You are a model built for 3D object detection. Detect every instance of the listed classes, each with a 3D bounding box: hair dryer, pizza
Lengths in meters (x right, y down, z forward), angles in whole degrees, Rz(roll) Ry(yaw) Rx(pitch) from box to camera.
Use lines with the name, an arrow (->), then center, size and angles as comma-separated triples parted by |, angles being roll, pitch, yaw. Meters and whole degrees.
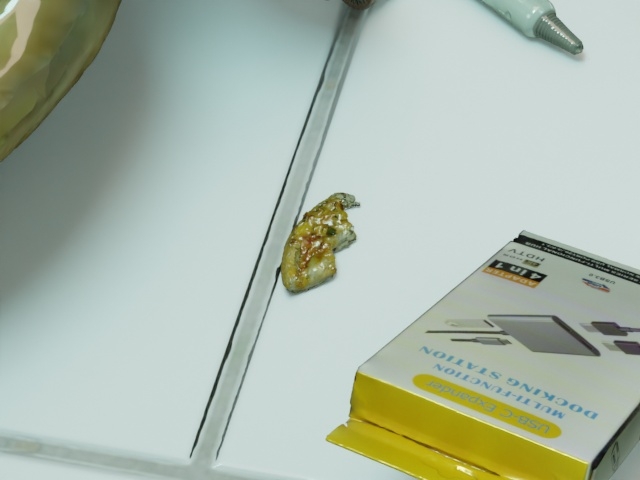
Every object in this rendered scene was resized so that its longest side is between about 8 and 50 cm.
hair dryer -> 0.121, -0.181, 1.214 | 0.183, 0.044, 0.155 | 31, 61, 22
pizza -> 0.000, 0.000, 1.088 | 0.037, 0.016, 0.083 | 22, 55, 16

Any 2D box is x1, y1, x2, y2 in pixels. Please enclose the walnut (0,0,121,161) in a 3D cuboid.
walnut -> -0.292, -0.148, 1.035 | 0.383, 0.384, 0.384 | -3, 50, 4

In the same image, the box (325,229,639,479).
box -> 0.114, 0.063, 0.940 | 0.129, 0.033, 0.247 | 20, 27, 21
